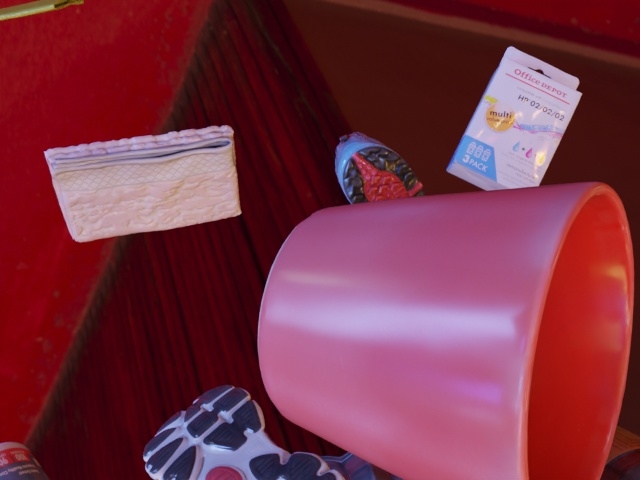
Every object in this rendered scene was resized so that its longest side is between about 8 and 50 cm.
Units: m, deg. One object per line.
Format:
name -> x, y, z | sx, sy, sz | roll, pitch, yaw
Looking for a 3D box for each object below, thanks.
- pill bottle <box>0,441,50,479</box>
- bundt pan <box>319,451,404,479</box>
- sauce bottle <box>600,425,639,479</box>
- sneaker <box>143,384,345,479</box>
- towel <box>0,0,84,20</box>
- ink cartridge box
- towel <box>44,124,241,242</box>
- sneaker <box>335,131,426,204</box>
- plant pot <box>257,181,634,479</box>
pill bottle -> -0.314, 0.313, 1.012 | 0.108, 0.180, 0.108 | -34, 150, -23
bundt pan -> 0.057, 0.388, 1.006 | 0.331, 0.330, 0.124 | -14, 173, -9
sauce bottle -> 0.281, 0.234, 0.837 | 0.112, 0.344, 0.111 | 0, 90, -1
sneaker -> -0.036, 0.136, 0.504 | 0.068, 0.170, 0.071 | -37, 123, -18
towel -> -0.497, -0.351, 1.502 | 0.237, 0.102, 0.021 | -7, 113, 17
ink cartridge box -> 0.239, -0.146, 1.148 | 0.104, 0.061, 0.181 | 26, 82, 2
towel -> -0.313, -0.095, 1.756 | 0.332, 0.053, 0.317 | -9, 157, -7
sneaker -> 0.102, -0.038, 1.219 | 0.104, 0.125, 0.261 | -30, 122, 1
plant pot -> 0.101, 0.079, 0.783 | 0.243, 0.274, 0.275 | 7, 147, 32
